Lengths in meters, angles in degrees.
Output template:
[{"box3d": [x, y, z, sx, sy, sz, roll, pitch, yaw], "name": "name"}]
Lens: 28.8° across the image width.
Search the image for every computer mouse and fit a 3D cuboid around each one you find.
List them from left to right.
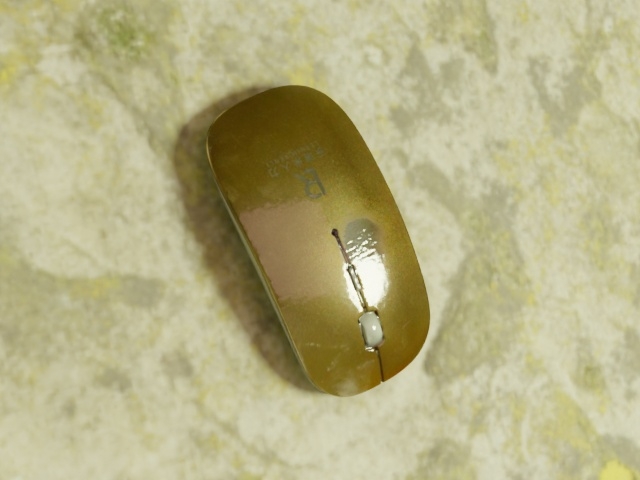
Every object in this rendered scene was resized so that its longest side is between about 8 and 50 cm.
[{"box3d": [0.001, -0.001, 0.778, 0.102, 0.045, 0.199, -24, 92, -23], "name": "computer mouse"}]
